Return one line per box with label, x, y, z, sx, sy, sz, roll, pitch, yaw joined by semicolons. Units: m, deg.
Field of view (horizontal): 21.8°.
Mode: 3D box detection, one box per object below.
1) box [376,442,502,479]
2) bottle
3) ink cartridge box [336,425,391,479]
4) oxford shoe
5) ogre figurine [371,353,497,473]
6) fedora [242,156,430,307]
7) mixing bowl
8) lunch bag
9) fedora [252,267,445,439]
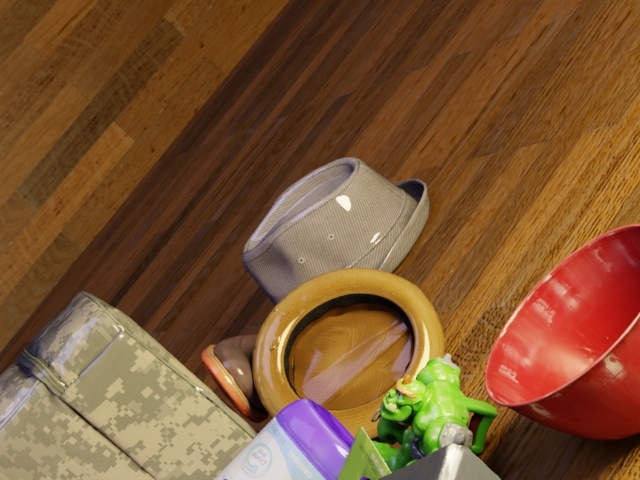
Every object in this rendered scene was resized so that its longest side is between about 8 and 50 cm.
box;-0.013;0.353;1.035;0.395;0.212;0.293;-34;21;42
bottle;-0.074;0.280;1.540;0.283;0.092;0.118;-45;59;3
ink cartridge box;-0.039;0.278;1.358;0.255;0.097;0.189;-65;15;8
oxford shoe;-0.049;0.124;1.749;0.098;0.097;0.271;-39;-7;10
ogre figurine;0.088;0.174;1.434;0.118;0.097;0.197;-60;-5;22
fedora;0.000;0.000;2.000;0.275;0.124;0.244;-38;18;28
mixing bowl;0.223;0.086;1.271;0.181;0.098;0.181;-42;16;15
lunch bag;-0.222;0.233;1.689;0.256;0.305;0.212;-49;16;-11
fedora;0.031;0.122;1.649;0.194;0.194;0.079;-51;-20;-15
